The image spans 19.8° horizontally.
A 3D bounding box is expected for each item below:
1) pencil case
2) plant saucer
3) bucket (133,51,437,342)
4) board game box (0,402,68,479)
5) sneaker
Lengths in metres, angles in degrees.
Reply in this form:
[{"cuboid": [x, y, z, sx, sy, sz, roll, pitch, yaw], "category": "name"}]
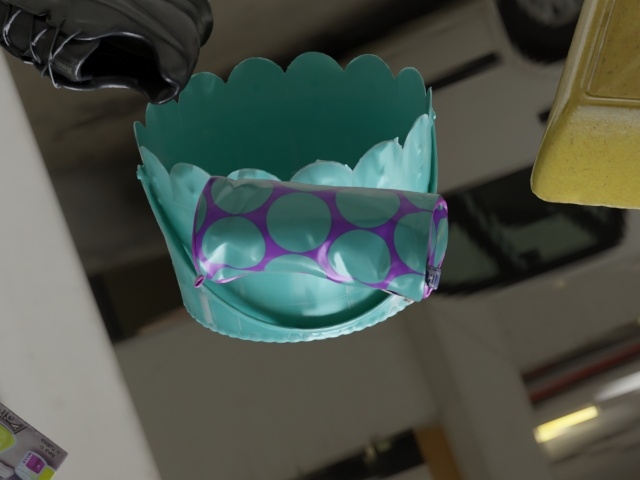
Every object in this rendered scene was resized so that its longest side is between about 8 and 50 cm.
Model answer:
[{"cuboid": [0.000, 0.000, 1.112, 0.151, 0.070, 0.064, 6, -164, 6], "category": "pencil case"}, {"cuboid": [0.342, -0.182, 1.440, 0.332, 0.333, 0.081, 6, 157, 32], "category": "plant saucer"}, {"cuboid": [-0.024, -0.041, 1.696, 0.281, 0.183, 0.281, -6, -153, 3], "category": "bucket"}, {"cuboid": [-0.340, 0.100, 1.044, 0.208, 0.347, 0.056, -56, -173, -30], "category": "board game box"}, {"cuboid": [-0.235, -0.197, 1.578, 0.286, 0.130, 0.109, 13, 133, -7], "category": "sneaker"}]
